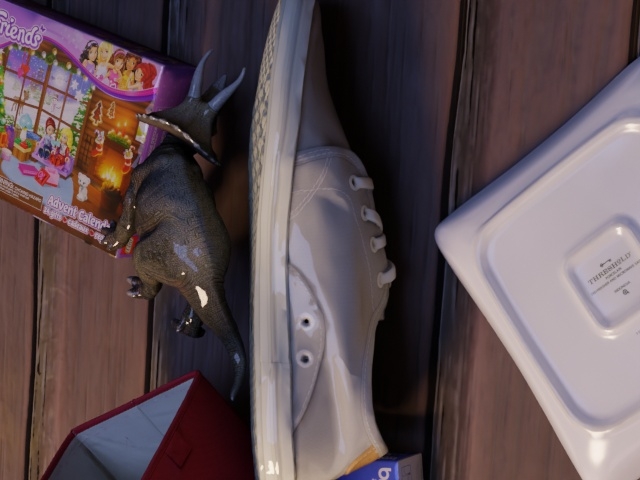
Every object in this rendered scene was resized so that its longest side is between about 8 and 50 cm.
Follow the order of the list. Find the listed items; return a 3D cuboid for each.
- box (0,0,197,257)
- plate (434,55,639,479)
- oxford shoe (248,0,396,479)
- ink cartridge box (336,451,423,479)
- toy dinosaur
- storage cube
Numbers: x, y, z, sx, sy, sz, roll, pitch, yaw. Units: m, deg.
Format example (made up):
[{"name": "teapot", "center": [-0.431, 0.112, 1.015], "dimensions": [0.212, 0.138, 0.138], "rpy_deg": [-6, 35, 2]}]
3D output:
[{"name": "box", "center": [-0.272, -0.127, 1.578], "dimensions": [0.293, 0.057, 0.200], "rpy_deg": [24, 106, 32]}, {"name": "plate", "center": [0.245, 0.028, 1.235], "dimensions": [0.277, 0.045, 0.278], "rpy_deg": [-40, 71, 29]}, {"name": "oxford shoe", "center": [0.000, 0.000, 1.363], "dimensions": [0.130, 0.169, 0.449], "rpy_deg": [-1, 84, -4]}, {"name": "ink cartridge box", "center": [0.047, 0.296, 1.391], "dimensions": [0.097, 0.046, 0.207], "rpy_deg": [-3, 91, 34]}, {"name": "toy dinosaur", "center": [-0.131, -0.007, 1.408], "dimensions": [0.160, 0.121, 0.313], "rpy_deg": [114, 153, -55]}, {"name": "storage cube", "center": [-0.142, 0.268, 1.396], "dimensions": [0.184, 0.215, 0.193], "rpy_deg": [-27, 111, 33]}]
